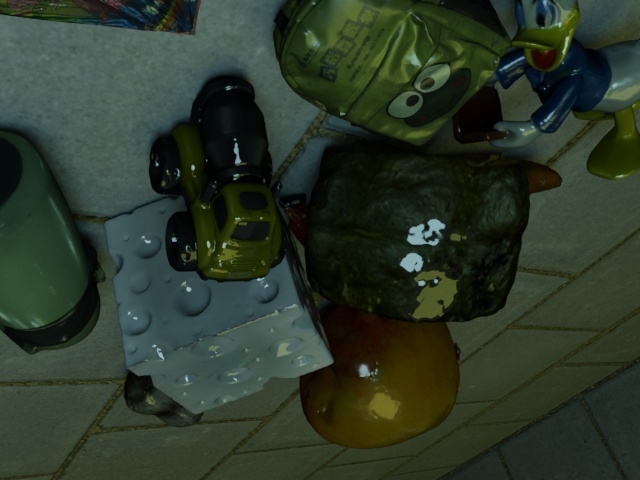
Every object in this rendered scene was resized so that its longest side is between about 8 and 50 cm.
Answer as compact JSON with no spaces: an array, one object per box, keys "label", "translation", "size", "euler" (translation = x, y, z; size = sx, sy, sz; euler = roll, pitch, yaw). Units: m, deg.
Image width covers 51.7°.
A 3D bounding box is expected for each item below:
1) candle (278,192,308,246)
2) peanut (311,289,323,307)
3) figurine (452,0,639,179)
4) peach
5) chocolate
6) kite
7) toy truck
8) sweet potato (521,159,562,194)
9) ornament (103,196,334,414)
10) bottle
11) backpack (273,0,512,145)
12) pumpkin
[{"label":"candle","translation":[0.000,0.000,1.109],"size":[0.084,0.059,0.301],"euler":[-47,147,1]},{"label":"peanut","translation":[-0.047,0.131,1.291],"size":[0.113,0.054,0.054],"euler":[-27,148,5]},{"label":"figurine","translation":[0.296,-0.238,0.872],"size":[0.283,0.205,0.338],"euler":[-19,137,11]},{"label":"peach","translation":[0.119,0.267,1.363],"size":[0.372,0.290,0.373],"euler":[-13,143,-10]},{"label":"chocolate","translation":[-0.319,0.326,1.374],"size":[0.110,0.110,0.248],"euler":[-28,148,11]},{"label":"kite","translation":[-0.182,-0.272,0.638],"size":[0.321,0.016,0.234],"euler":[-29,147,13]},{"label":"toy truck","translation":[-0.109,-0.071,0.791],"size":[0.147,0.224,0.165],"euler":[1,149,-29]},{"label":"sweet potato","translation":[0.228,-0.071,1.089],"size":[0.359,0.112,0.112],"euler":[-22,148,-1]},{"label":"ornament","translation":[-0.144,0.080,0.979],"size":[0.239,0.240,0.240],"euler":[-21,149,1]},{"label":"bottle","translation":[-0.380,0.025,0.839],"size":[0.168,0.169,0.347],"euler":[-14,150,-10]},{"label":"backpack","translation":[0.070,-0.223,0.749],"size":[0.253,0.140,0.207],"euler":[13,136,-32]},{"label":"pumpkin","translation":[0.130,-0.013,0.928],"size":[0.303,0.256,0.226],"euler":[-1,100,-11]}]
